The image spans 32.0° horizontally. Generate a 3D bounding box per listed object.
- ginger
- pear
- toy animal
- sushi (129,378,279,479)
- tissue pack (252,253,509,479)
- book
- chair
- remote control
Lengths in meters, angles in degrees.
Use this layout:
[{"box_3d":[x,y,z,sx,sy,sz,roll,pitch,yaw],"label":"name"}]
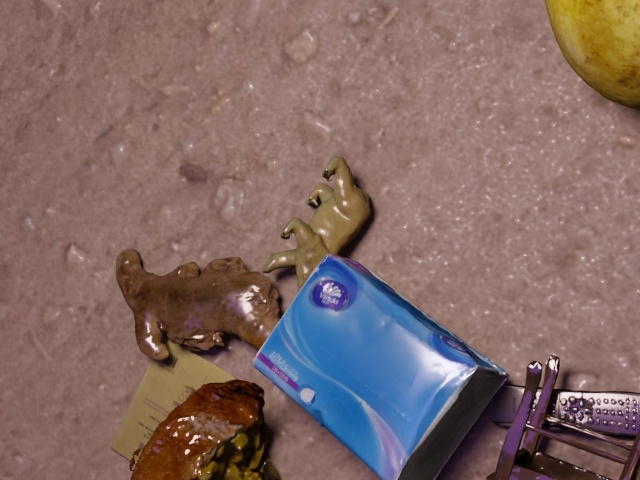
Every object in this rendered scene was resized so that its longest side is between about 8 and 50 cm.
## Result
[{"box_3d":[-0.179,0.100,1.636,0.333,0.080,0.166,7,70,22],"label":"ginger"},{"box_3d":[0.413,-0.306,1.321,0.304,0.304,0.304,-5,79,23],"label":"pear"},{"box_3d":[0.000,0.000,1.566,0.101,0.103,0.219,33,77,0],"label":"toy animal"},{"box_3d":[-0.151,0.327,1.540,0.179,0.167,0.296,29,86,34],"label":"sushi"},{"box_3d":[0.074,0.172,1.466,0.263,0.146,0.198,38,98,30],"label":"tissue pack"},{"box_3d":[-0.212,0.262,1.656,0.168,0.013,0.192,28,92,26],"label":"book"},{"box_3d":[0.297,0.316,1.331,0.186,0.160,0.319,17,93,21],"label":"chair"},{"box_3d":[0.322,0.217,1.423,0.212,0.028,0.059,2,77,24],"label":"remote control"}]
